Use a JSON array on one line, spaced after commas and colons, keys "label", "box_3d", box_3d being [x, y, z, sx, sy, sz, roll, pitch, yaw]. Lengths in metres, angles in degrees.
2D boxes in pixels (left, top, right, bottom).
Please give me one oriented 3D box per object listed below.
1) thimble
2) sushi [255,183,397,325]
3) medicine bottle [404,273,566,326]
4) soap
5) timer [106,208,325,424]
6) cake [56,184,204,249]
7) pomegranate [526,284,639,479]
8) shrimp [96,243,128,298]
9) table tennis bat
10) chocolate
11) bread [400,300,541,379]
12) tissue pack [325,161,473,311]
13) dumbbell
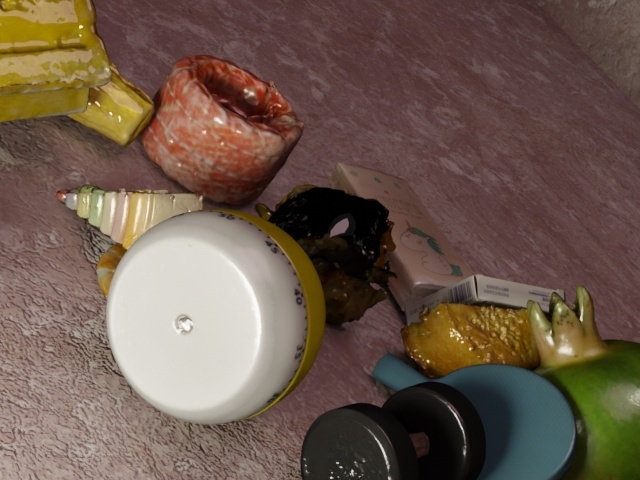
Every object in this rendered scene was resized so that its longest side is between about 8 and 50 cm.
[{"label": "thimble", "box_3d": [-0.157, -0.180, 2.126, 0.239, 0.162, 0.239, 25, 28, -15]}, {"label": "sushi", "box_3d": [0.004, 0.004, 1.992, 0.200, 0.213, 0.204, 44, 32, -35]}, {"label": "medicine bottle", "box_3d": [0.263, 0.114, 2.103, 0.201, 0.171, 0.052, 11, 64, -35]}, {"label": "soap", "box_3d": [-0.491, -0.317, 1.814, 0.339, 0.169, 0.304, -10, 74, -33]}, {"label": "timer", "box_3d": [-0.106, 0.088, 1.652, 0.285, 0.285, 0.285, 26, 28, -15]}, {"label": "cake", "box_3d": [-0.266, -0.032, 1.834, 0.109, 0.090, 0.225, -2, 6, -42]}, {"label": "pomegranate", "box_3d": [0.422, 0.236, 1.913, 0.310, 0.216, 0.358, -20, 96, -45]}, {"label": "shrimp", "box_3d": [-0.222, 0.064, 1.783, 0.161, 0.049, 0.166, 11, 36, -33]}, {"label": "table tennis bat", "box_3d": [0.205, 0.245, 1.839, 0.329, 0.215, 0.044, 28, -25, 38]}, {"label": "chocolate", "box_3d": [-0.448, -0.308, 2.022, 0.445, 0.162, 0.162, 34, 27, -3]}, {"label": "bread", "box_3d": [0.240, 0.171, 1.999, 0.229, 0.143, 0.139, 7, 52, -33]}, {"label": "tissue pack", "box_3d": [0.143, 0.001, 2.262, 0.170, 0.071, 0.325, 9, 35, -37]}, {"label": "dumbbell", "box_3d": [0.095, 0.270, 1.678, 0.152, 0.152, 0.218, 47, 30, 24]}]
